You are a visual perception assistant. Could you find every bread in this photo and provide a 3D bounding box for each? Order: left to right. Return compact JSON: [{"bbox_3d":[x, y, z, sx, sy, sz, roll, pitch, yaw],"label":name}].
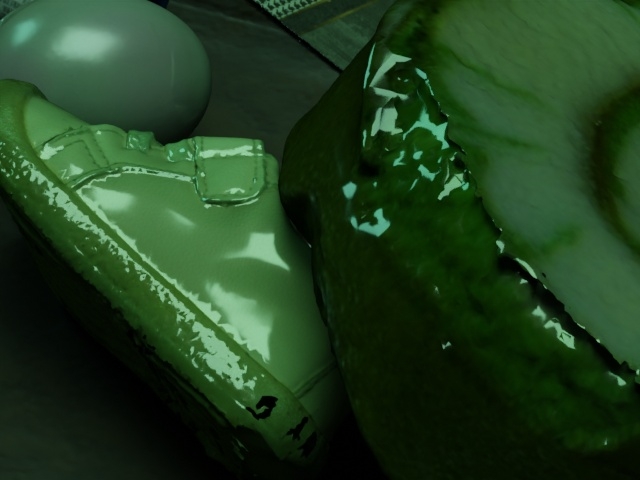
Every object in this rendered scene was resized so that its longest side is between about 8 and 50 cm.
[{"bbox_3d":[0.163,0.029,0.929,0.382,0.129,0.366,35,33,-4],"label":"bread"}]

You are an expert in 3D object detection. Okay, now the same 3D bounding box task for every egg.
[{"bbox_3d":[-0.125,-0.086,1.084,0.135,0.103,0.103,-5,45,-18],"label":"egg"}]

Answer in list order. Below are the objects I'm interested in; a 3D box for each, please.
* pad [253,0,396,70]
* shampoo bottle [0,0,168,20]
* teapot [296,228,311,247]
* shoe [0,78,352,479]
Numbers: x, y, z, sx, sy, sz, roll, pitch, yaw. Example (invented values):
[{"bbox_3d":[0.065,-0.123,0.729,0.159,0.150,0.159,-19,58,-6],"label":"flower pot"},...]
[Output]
[{"bbox_3d":[0.083,-0.227,1.310,0.323,0.055,0.250,-40,60,-20],"label":"pad"},{"bbox_3d":[-0.188,-0.167,1.197,0.183,0.050,0.087,26,48,16],"label":"shampoo bottle"},{"bbox_3d":[0.000,0.000,1.061,0.100,0.045,0.068,4,42,-8],"label":"teapot"},{"bbox_3d":[-0.069,0.017,0.974,0.128,0.140,0.262,-31,61,-24],"label":"shoe"}]
